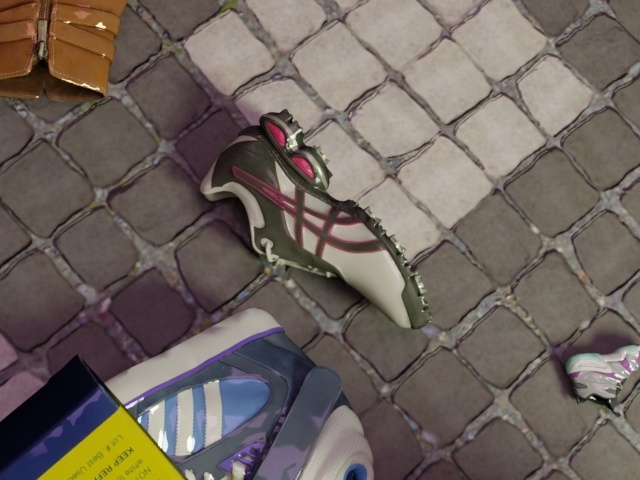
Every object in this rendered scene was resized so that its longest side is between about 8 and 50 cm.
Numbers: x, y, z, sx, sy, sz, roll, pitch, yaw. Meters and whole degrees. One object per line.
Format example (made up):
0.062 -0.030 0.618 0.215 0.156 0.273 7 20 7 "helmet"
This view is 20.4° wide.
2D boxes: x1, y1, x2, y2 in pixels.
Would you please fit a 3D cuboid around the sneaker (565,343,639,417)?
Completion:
0.300 0.144 1.801 0.098 0.038 0.069 -10 73 -5 "sneaker"

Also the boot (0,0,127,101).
-0.220 -0.252 1.804 0.284 0.109 0.220 -1 68 -10 "boot"

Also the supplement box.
-0.154 0.299 1.487 0.194 0.195 0.356 -40 101 -8 "supplement box"

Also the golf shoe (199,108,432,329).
0.000 0.000 1.773 0.120 0.105 0.273 -40 75 -6 "golf shoe"

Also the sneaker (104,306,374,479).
-0.103 0.225 1.634 0.323 0.130 0.236 -31 74 -26 "sneaker"
